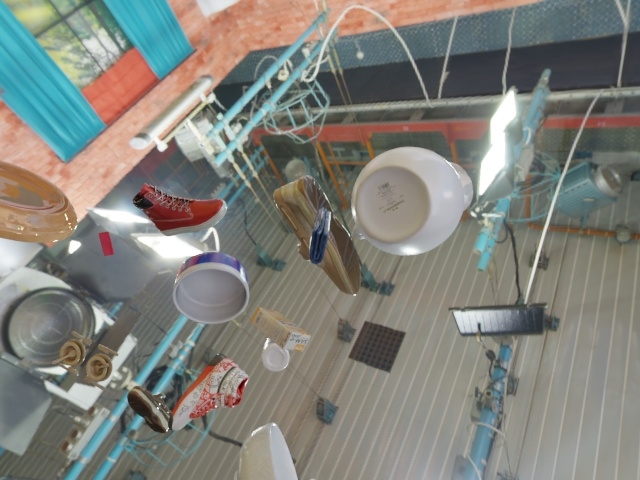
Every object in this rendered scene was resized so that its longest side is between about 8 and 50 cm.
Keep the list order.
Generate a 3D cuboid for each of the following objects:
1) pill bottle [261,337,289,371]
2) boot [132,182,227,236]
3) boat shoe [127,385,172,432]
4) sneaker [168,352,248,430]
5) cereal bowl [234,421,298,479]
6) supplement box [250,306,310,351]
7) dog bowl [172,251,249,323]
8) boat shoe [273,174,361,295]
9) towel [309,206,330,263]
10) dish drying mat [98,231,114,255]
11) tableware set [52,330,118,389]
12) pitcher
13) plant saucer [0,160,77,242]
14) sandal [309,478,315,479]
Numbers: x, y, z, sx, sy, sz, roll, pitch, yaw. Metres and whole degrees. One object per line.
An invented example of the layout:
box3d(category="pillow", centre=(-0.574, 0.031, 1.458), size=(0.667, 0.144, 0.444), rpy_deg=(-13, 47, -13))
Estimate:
box3d(category="pill bottle", centre=(-0.154, 0.384, 1.426), size=(0.094, 0.094, 0.169), rpy_deg=(-31, -176, -2))
box3d(category="boot", centre=(-0.404, -0.105, 1.161), size=(0.244, 0.176, 0.088), rpy_deg=(-12, -133, 19))
box3d(category="boat shoe", centre=(-0.619, 0.599, 1.503), size=(0.095, 0.257, 0.095), rpy_deg=(3, -141, 16))
box3d(category="sneaker", centre=(-0.344, 0.505, 1.286), size=(0.145, 0.090, 0.270), rpy_deg=(29, -111, 20))
box3d(category="cereal bowl", centre=(-0.151, 0.707, 1.148), size=(0.141, 0.339, 0.339), rpy_deg=(-19, -138, -5))
box3d(category="supplement box", centre=(-0.075, 0.165, 0.761), size=(0.098, 0.062, 0.036), rpy_deg=(28, -90, 36))
box3d(category="dog bowl", centre=(-0.395, 0.175, 1.491), size=(0.265, 0.265, 0.104), rpy_deg=(-24, -147, 5))
box3d(category="boat shoe", centre=(0.000, 0.000, 1.047), size=(0.110, 0.341, 0.122), rpy_deg=(-18, -160, 26))
box3d(category="towel", centre=(-0.002, -0.010, 0.737), size=(0.029, 0.067, 0.119), rpy_deg=(11, -156, -2))
box3d(category="dish drying mat", centre=(-0.714, 0.011, 1.366), size=(0.032, 0.083, 0.008), rpy_deg=(-8, -155, -16))
box3d(category="tableware set", centre=(-0.750, 0.383, 1.296), size=(0.194, 0.039, 0.128), rpy_deg=(22, -90, 11))
box3d(category="pitcher", centre=(0.099, -0.038, 0.527), size=(0.177, 0.207, 0.125), rpy_deg=(-33, -97, 26))
box3d(category="plant saucer", centre=(-0.462, -0.068, 0.603), size=(0.037, 0.200, 0.200), rpy_deg=(-57, -138, 12))
box3d(category="sandal", centre=(-0.036, 0.651, 0.915), size=(0.076, 0.265, 0.102), rpy_deg=(22, -84, 11))
